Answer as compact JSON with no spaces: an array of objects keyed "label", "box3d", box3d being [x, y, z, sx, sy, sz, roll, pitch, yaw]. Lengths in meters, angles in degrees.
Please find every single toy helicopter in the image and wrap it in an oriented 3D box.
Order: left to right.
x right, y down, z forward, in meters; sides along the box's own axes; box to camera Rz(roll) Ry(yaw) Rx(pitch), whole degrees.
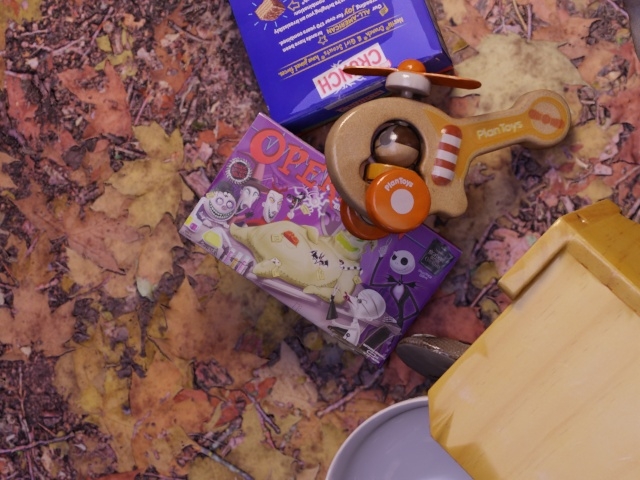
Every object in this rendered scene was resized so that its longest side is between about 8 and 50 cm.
[{"label":"toy helicopter","box3d":[0.172,-0.149,1.582,0.355,0.140,0.235,-16,90,-17]}]

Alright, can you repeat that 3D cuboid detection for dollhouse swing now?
[{"label":"dollhouse swing","box3d":[0.362,0.185,1.489,0.347,0.315,0.305,44,115,16]}]

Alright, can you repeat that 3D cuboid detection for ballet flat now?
[{"label":"ballet flat","box3d":[0.228,0.172,1.628,0.250,0.084,0.058,12,57,19]}]

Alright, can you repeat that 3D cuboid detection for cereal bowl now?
[{"label":"cereal bowl","box3d":[0.179,0.373,1.588,0.339,0.141,0.339,-1,86,18]}]

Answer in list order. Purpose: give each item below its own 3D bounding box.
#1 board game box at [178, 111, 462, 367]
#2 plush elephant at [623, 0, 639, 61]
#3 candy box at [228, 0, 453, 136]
[{"label":"board game box","box3d":[0.000,0.000,1.657,0.347,0.056,0.208,34,94,-4]},{"label":"plush elephant","box3d":[0.535,-0.256,1.456,0.255,0.272,0.330,1,116,31]},{"label":"candy box","box3d":[0.013,-0.347,1.696,0.268,0.122,0.317,-22,80,16]}]
